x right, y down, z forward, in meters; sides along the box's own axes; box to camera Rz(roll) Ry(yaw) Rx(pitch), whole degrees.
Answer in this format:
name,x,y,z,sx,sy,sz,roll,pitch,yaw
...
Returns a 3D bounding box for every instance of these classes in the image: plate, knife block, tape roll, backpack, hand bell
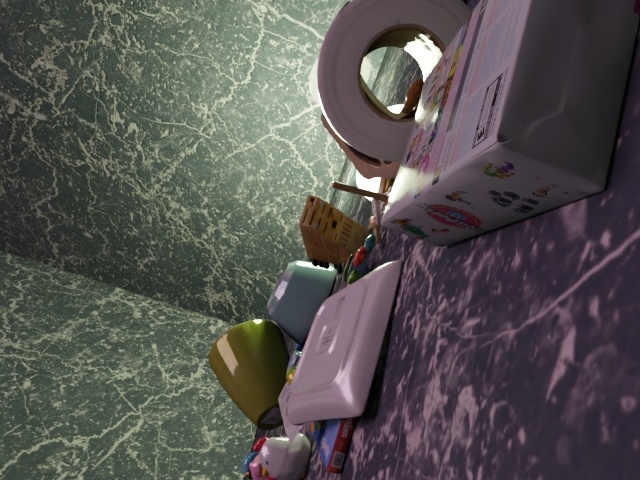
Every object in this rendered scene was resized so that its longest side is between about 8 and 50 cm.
name,x,y,z,sx,sy,sz,roll,pitch,yaw
plate,0.028,0.182,0.869,0.277,0.045,0.278,-41,23,56
knife block,0.000,0.000,1.307,0.242,0.276,0.088,-13,53,50
tape roll,0.116,-0.249,0.748,0.169,0.246,0.246,-91,20,-76
backpack,-0.051,0.363,1.391,0.114,0.084,0.105,-153,84,-89
hand bell,0.192,-0.289,1.091,0.242,0.126,0.126,-60,-2,-28

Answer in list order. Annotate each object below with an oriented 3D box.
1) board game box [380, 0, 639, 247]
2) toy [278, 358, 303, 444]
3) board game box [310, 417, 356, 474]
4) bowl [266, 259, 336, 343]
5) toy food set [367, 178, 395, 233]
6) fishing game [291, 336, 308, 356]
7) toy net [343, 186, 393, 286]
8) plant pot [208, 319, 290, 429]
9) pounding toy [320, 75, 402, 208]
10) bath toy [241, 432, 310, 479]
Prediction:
name,x,y,z,sx,sy,sz,roll,pitch,yaw
board game box,0.172,-0.130,0.503,0.303,0.097,0.224,135,154,-78
toy,-0.027,0.318,0.999,0.137,0.056,0.237,-61,14,-4
board game box,0.026,0.326,0.923,0.281,0.027,0.145,132,157,-80
bowl,-0.082,0.194,1.724,0.311,0.163,0.311,-61,6,12
toy food set,0.153,-0.109,1.156,0.132,0.038,0.192,87,-165,-81
fishing game,-0.065,0.411,1.705,0.189,0.041,0.264,-121,54,-75
toy net,0.098,-0.011,1.034,0.122,0.045,0.232,5,-76,-66
plant pot,-0.198,0.466,1.605,0.293,0.275,0.275,53,133,43
pounding toy,0.094,-0.179,0.924,0.155,0.269,0.154,-40,5,-27
bath toy,-0.121,0.550,1.193,0.348,0.129,0.151,116,171,-59
